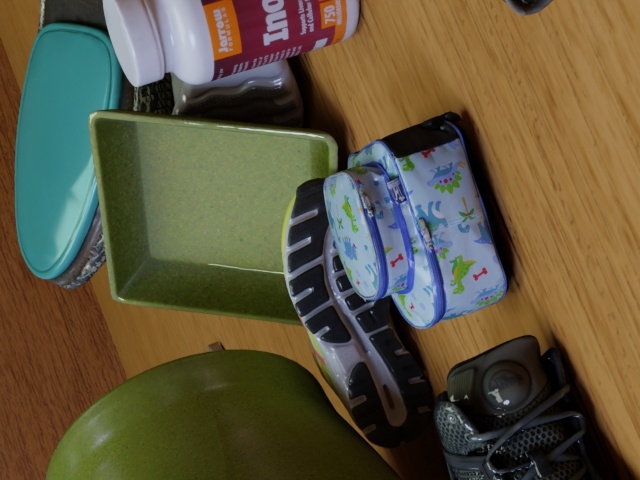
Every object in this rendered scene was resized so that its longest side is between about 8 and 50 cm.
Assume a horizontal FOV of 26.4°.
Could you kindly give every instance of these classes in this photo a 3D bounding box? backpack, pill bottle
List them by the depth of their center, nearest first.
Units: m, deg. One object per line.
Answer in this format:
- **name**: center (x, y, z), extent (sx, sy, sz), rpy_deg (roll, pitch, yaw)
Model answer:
- **backpack**: center (0.053, -0.005, 0.806), extent (0.105, 0.084, 0.114), rpy_deg (166, 83, -77)
- **pill bottle**: center (-0.058, -0.151, 0.885), extent (0.086, 0.152, 0.086), rpy_deg (160, 90, -75)

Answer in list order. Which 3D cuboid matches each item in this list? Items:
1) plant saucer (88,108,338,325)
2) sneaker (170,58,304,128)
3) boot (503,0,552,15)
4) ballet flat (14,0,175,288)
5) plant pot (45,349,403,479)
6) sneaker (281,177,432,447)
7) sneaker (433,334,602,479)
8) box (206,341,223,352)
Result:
- **plant saucer**: center (-0.075, -0.025, 1.062), extent (0.045, 0.188, 0.188), rpy_deg (-73, -13, -50)
- **sneaker**: center (-0.068, -0.160, 1.056), extent (0.281, 0.105, 0.115), rpy_deg (91, 175, -56)
- **boot**: center (0.054, -0.176, 0.646), extent (0.208, 0.076, 0.189), rpy_deg (52, 159, 33)
- **ballet flat**: center (-0.163, -0.200, 1.132), extent (0.164, 0.182, 0.482), rpy_deg (19, 116, 46)
- **plant pot**: center (-0.046, 0.279, 0.989), extent (0.366, 0.367, 0.353), rpy_deg (87, 160, -47)
- **sneaker**: center (0.014, 0.052, 1.022), extent (0.094, 0.081, 0.208), rpy_deg (-149, 41, -71)
- **sneaker**: center (0.122, 0.137, 0.734), extent (0.227, 0.087, 0.130), rpy_deg (-129, 17, -64)
- **box**: center (-0.093, 0.249, 1.755), extent (0.201, 0.021, 0.164), rpy_deg (-130, 25, -52)
